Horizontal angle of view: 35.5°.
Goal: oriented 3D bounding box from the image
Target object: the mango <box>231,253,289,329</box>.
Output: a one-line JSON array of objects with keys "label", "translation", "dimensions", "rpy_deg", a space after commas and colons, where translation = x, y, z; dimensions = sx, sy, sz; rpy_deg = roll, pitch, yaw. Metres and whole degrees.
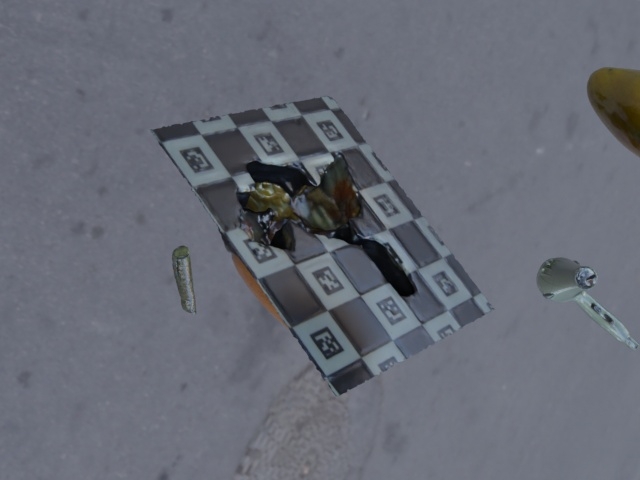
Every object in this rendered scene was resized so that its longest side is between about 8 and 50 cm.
[{"label": "mango", "translation": [-0.001, 0.082, 1.648], "dimensions": [0.350, 0.201, 0.199], "rpy_deg": [50, 45, -26]}]

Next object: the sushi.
[{"label": "sushi", "translation": [0.000, 0.000, 1.186], "dimensions": [0.343, 0.359, 0.064], "rpy_deg": [-20, 159, -51]}]

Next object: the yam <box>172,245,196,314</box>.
[{"label": "yam", "translation": [-0.203, 0.066, 1.497], "dimensions": [0.033, 0.027, 0.129], "rpy_deg": [-85, 175, -50]}]

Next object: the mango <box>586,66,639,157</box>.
[{"label": "mango", "translation": [0.360, -0.144, 1.115], "dimensions": [0.076, 0.161, 0.103], "rpy_deg": [-30, 133, -12]}]

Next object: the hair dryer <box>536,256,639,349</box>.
[{"label": "hair dryer", "translation": [0.479, 0.103, 1.781], "dimensions": [0.088, 0.225, 0.219], "rpy_deg": [-48, 160, -3]}]
